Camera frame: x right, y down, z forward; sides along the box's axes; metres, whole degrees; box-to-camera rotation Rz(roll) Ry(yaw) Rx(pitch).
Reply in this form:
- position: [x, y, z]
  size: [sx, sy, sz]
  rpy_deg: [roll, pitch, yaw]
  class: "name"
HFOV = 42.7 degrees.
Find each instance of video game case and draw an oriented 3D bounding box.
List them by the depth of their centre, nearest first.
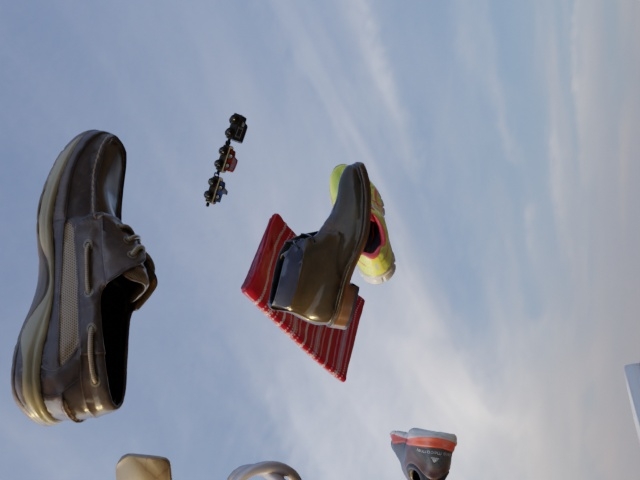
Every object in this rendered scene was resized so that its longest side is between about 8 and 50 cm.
- position: [0.276, 0.202, 0.657]
  size: [0.157, 0.019, 0.143]
  rpy_deg: [-86, -25, -46]
  class: "video game case"

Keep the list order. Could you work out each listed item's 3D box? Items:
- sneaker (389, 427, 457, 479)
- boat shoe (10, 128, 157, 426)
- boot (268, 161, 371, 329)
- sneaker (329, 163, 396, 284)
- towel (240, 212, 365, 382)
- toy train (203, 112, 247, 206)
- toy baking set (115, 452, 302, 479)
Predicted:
- position: [0.100, 0.230, 0.836]
  size: [0.158, 0.061, 0.065]
  rpy_deg: [88, -170, -73]
  class: "sneaker"
- position: [-0.256, 0.040, 0.964]
  size: [0.132, 0.130, 0.355]
  rpy_deg: [62, -149, -72]
  class: "boat shoe"
- position: [0.000, 0.000, 1.049]
  size: [0.082, 0.106, 0.219]
  rpy_deg: [176, 103, -74]
  class: "boot"
- position: [0.065, -0.040, 1.281]
  size: [0.094, 0.081, 0.208]
  rpy_deg: [60, -172, -65]
  class: "sneaker"
- position: [-0.023, 0.100, 1.467]
  size: [0.275, 0.031, 0.199]
  rpy_deg: [46, -140, -25]
  class: "towel"
- position: [-0.151, -0.127, 1.315]
  size: [0.027, 0.036, 0.158]
  rpy_deg: [-165, 93, -79]
  class: "toy train"
- position: [-0.023, 0.220, 0.484]
  size: [0.197, 0.256, 0.030]
  rpy_deg: [-58, 5, 25]
  class: "toy baking set"
